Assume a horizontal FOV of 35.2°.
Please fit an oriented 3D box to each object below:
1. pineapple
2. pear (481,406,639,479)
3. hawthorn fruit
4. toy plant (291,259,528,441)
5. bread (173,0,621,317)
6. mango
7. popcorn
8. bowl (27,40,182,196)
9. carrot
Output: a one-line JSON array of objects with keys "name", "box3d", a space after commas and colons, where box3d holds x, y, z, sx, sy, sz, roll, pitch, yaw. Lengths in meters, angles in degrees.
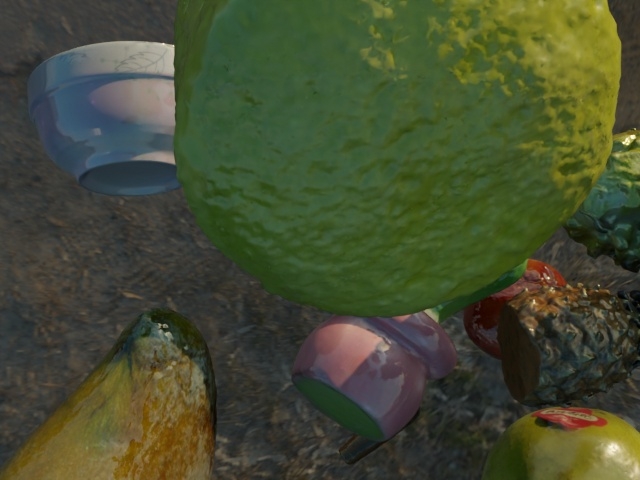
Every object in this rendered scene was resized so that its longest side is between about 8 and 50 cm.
[{"name": "pineapple", "box3d": [0.364, 0.123, 1.242, 0.279, 0.158, 0.158, -4, 83, -9]}, {"name": "pear", "box3d": [0.402, 0.384, 1.557, 0.287, 0.375, 0.287, 3, 97, 23]}, {"name": "hawthorn fruit", "box3d": [0.319, 0.109, 1.637, 0.179, 0.173, 0.173, -27, 80, 9]}, {"name": "toy plant", "box3d": [0.101, 0.107, 1.512, 0.317, 0.210, 0.356, 12, 65, 49]}, {"name": "bread", "box3d": [0.041, -0.146, 0.825, 0.348, 0.348, 0.308, -26, 41, 7]}, {"name": "mango", "box3d": [-0.171, 0.200, 0.762, 0.146, 0.193, 0.316, 21, 84, 26]}, {"name": "popcorn", "box3d": [0.412, -0.045, 1.288, 0.198, 0.198, 0.212, -40, 59, 4]}, {"name": "bowl", "box3d": [-0.263, -0.152, 1.415, 0.287, 0.287, 0.144, -8, 76, 10]}, {"name": "carrot", "box3d": [0.100, 0.317, 1.695, 0.161, 0.055, 0.055, -43, 79, 4]}]
